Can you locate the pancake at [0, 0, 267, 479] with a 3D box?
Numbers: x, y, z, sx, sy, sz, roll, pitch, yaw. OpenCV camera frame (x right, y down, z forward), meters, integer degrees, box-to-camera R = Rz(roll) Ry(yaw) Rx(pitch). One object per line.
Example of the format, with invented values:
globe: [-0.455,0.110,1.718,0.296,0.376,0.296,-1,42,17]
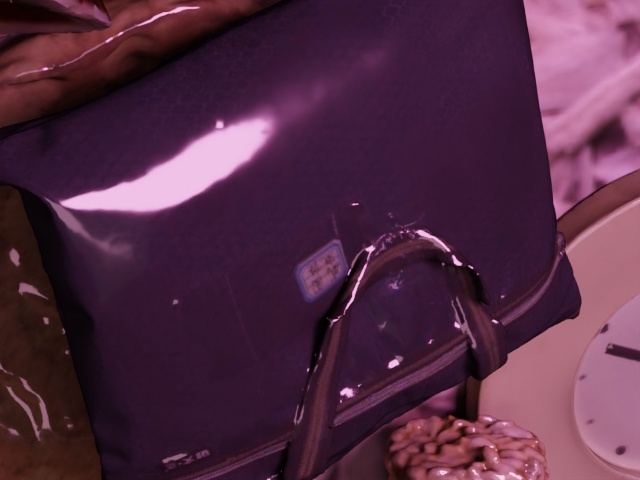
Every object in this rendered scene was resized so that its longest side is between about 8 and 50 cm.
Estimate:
pancake: [-0.079,0.005,0.689,0.242,0.050,0.241,-13,121,-22]

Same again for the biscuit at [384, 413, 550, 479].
biscuit: [0.080,0.162,0.803,0.082,0.070,0.168,-5,123,11]

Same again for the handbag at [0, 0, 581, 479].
handbag: [0.000,0.000,0.649,0.254,0.089,0.211,-30,121,-24]

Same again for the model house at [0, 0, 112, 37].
model house: [-0.221,-0.217,0.453,0.317,0.297,0.282,-1,86,-3]

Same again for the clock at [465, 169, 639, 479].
clock: [0.188,0.064,0.827,0.235,0.029,0.235,-7,119,-13]
